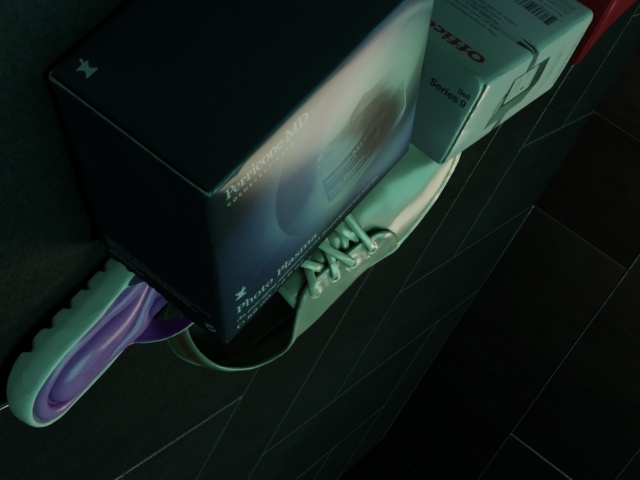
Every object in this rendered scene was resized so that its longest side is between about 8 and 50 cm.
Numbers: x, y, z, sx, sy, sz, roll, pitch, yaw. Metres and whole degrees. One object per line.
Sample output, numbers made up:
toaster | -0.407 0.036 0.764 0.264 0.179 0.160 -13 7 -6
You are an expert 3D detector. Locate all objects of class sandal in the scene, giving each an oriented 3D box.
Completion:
sandal | -0.157 0.049 1.217 0.416 0.102 0.169 -49 164 -16

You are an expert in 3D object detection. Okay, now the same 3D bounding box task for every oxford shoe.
oxford shoe | 0.000 0.000 1.337 0.449 0.169 0.130 -42 -163 3

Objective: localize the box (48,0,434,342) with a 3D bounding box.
box | -0.058 -0.109 1.023 0.296 0.183 0.294 -47 162 -21

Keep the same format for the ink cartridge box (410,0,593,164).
ink cartridge box | 0.148 -0.233 1.296 0.289 0.211 0.121 -34 157 -47

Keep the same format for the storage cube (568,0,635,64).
storage cube | 0.357 -0.395 1.559 0.183 0.215 0.193 -47 169 -25
